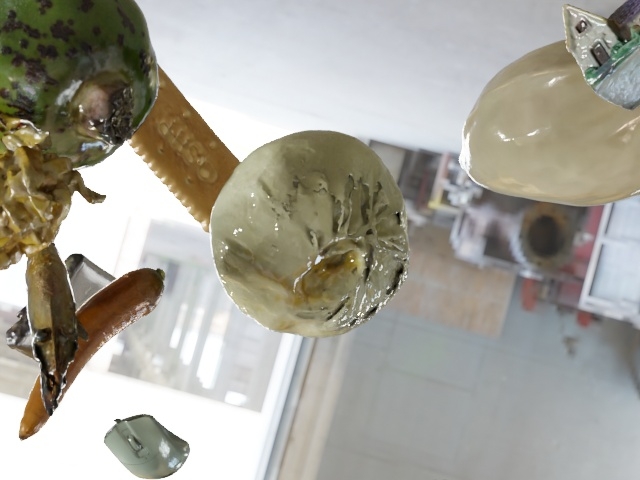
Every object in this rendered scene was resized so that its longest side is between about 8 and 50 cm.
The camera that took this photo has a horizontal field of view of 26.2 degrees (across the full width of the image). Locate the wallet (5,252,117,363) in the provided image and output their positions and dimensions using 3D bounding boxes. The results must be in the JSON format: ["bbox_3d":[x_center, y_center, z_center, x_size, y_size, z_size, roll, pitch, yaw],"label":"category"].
[{"bbox_3d":[-0.393,0.109,2.107,0.049,0.182,0.229,39,174,13],"label":"wallet"}]

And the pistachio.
[{"bbox_3d":[0.304,-0.138,1.632,0.332,0.208,0.226,-14,154,36],"label":"pistachio"}]

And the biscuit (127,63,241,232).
[{"bbox_3d":[-0.205,-0.142,2.020,0.030,0.160,0.250,-24,114,36],"label":"biscuit"}]

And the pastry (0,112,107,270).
[{"bbox_3d":[-0.343,-0.031,1.380,0.250,0.154,0.102,-24,126,16],"label":"pastry"}]

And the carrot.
[{"bbox_3d":[-0.286,0.124,1.661,0.062,0.271,0.066,24,148,37],"label":"carrot"}]

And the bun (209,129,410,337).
[{"bbox_3d":[0.000,0.000,1.757,0.287,0.287,0.146,17,-172,-29],"label":"bun"}]

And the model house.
[{"bbox_3d":[0.291,-0.199,1.311,0.088,0.100,0.100,17,-139,-47],"label":"model house"}]

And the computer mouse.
[{"bbox_3d":[-0.156,0.192,1.248,0.110,0.056,0.032,53,-169,-50],"label":"computer mouse"}]

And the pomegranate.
[{"bbox_3d":[-0.290,-0.185,1.500,0.270,0.254,0.254,36,-173,29],"label":"pomegranate"}]

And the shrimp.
[{"bbox_3d":[-0.300,0.107,1.576,0.066,0.262,0.117,-8,140,-8],"label":"shrimp"}]
